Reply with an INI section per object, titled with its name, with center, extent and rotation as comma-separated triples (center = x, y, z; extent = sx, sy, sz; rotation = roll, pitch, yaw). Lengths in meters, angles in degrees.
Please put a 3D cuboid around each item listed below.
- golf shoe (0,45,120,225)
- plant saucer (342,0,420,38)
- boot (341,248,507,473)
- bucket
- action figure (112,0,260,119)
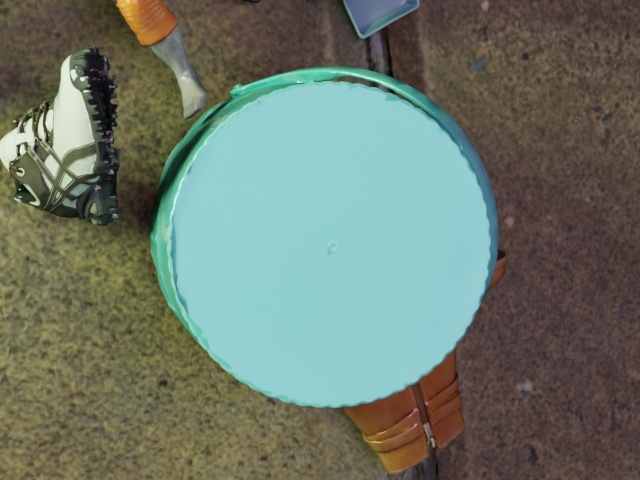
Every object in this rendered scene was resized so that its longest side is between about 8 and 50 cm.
[golf shoe]
center = -0.197, -0.072, 1.005
extent = 0.093, 0.198, 0.077
rotation = 4, 58, -7
[plant saucer]
center = 0.018, -0.274, 1.160
extent = 0.067, 0.018, 0.192
rotation = -32, 107, -17
[boot]
center = 0.104, 0.106, 1.211
extent = 0.197, 0.073, 0.152
rotation = -29, 107, -9
[bucket]
center = 0.000, 0.000, 1.054
extent = 0.281, 0.183, 0.281
rotation = 0, 92, -7
[action figure]
center = -0.196, -0.242, 1.030
extent = 0.330, 0.178, 0.341
rotation = 37, 111, -16
